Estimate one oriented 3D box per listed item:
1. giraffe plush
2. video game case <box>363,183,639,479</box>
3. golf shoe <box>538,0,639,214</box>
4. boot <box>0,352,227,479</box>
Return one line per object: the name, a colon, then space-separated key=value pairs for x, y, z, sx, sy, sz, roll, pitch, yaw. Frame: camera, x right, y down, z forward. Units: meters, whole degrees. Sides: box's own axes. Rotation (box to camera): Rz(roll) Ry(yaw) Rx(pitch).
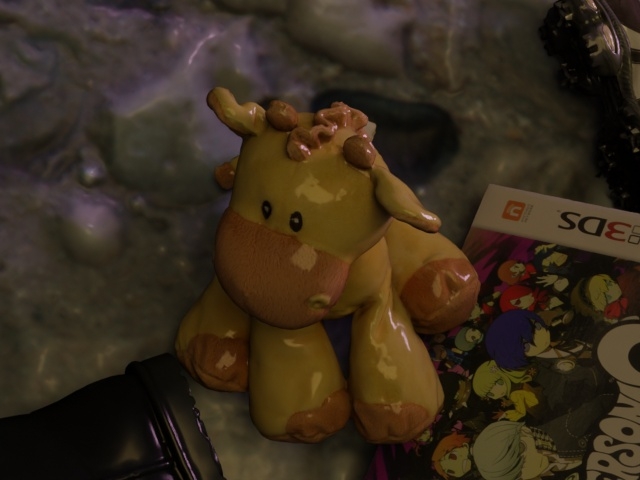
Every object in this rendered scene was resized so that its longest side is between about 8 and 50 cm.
giraffe plush: x=0.000 y=0.000 z=0.708 sx=0.181 sy=0.170 sz=0.210 roll=2 pitch=75 yaw=5
video game case: x=0.153 y=0.091 z=0.746 sx=0.210 sy=0.042 sz=0.232 roll=14 pitch=71 yaw=34
golf shoe: x=0.224 y=-0.086 z=0.844 sx=0.094 sy=0.077 sz=0.198 roll=-19 pitch=84 yaw=-16
boot: x=-0.137 y=0.199 z=0.693 sx=0.207 sy=0.094 sz=0.246 roll=-20 pitch=76 yaw=-19
